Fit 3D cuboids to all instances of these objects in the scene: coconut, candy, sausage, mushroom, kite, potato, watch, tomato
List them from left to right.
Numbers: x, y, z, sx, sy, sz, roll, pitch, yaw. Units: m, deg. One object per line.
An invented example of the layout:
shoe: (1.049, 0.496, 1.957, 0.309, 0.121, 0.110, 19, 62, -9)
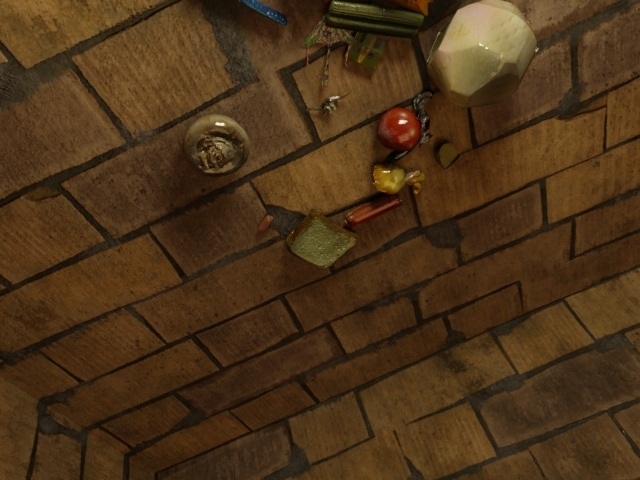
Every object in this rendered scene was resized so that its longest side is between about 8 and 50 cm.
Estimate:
mushroom: (-0.350, -0.315, 1.753, 0.226, 0.178, 0.227, -8, 122, -14)
watch: (-0.221, -0.767, 1.487, 0.274, 0.068, 0.276, -8, 132, -18)
sausage: (-0.224, -0.068, 2.105, 0.034, 0.034, 0.083, 21, 120, -32)
kite: (0.030, -0.625, 1.698, 0.197, 0.006, 0.244, -1, 123, -4)
sausage: (0.212, -0.125, 2.169, 0.263, 0.083, 0.083, -25, 133, 5)
tomato: (0.285, -0.403, 1.898, 0.167, 0.167, 0.167, -9, 132, -10)
candy: (0.394, -0.457, 1.956, 0.093, 0.051, 0.226, -16, 131, -11)
potato: (0.495, -0.353, 2.074, 0.096, 0.066, 0.103, -43, 124, -12)
coconut: (0.526, -0.594, 1.715, 0.352, 0.353, 0.353, -9, 132, -10)

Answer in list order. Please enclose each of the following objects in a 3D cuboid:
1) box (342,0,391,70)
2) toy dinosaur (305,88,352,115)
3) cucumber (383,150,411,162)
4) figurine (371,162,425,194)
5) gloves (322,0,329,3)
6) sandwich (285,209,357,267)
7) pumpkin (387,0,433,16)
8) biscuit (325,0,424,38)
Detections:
box: (0.169, -0.674, 1.710, 0.121, 0.030, 0.193, 13, 124, -27)
toy dinosaur: (0.037, -0.480, 1.830, 0.180, 0.037, 0.058, -28, 137, 8)
cucumber: (0.323, -0.348, 2.039, 0.167, 0.039, 0.039, -34, 132, 9)
figurine: (0.309, -0.245, 2.076, 0.246, 0.131, 0.156, -3, 161, -27)
gloves: (0.090, -0.801, 1.517, 0.145, 0.126, 0.241, 25, 112, -36)
sandwich: (0.000, -0.001, 2.201, 0.251, 0.087, 0.226, 28, 115, -32)
pumpkin: (0.254, -0.805, 1.586, 0.254, 0.149, 0.131, 6, 105, -59)
biscuit: (0.174, -0.691, 1.630, 0.322, 0.038, 0.099, 2, 152, -17)
